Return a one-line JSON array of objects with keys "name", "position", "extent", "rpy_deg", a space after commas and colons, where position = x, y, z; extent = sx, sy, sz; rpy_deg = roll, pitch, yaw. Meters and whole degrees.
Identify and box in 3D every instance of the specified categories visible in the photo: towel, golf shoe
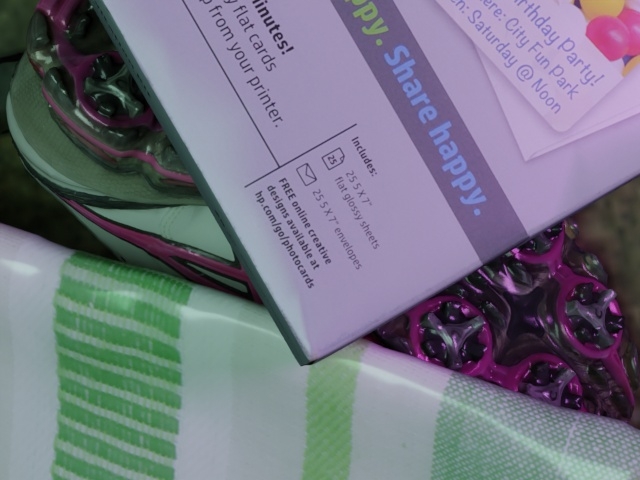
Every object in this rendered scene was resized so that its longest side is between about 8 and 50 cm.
[{"name": "towel", "position": [-0.088, 0.108, 0.546], "extent": [0.324, 0.038, 0.248], "rpy_deg": [18, 121, 17]}, {"name": "golf shoe", "position": [0.000, 0.000, 0.521], "extent": [0.186, 0.067, 0.086], "rpy_deg": [36, 150, 1]}]

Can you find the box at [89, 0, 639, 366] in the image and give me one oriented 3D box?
[{"name": "box", "position": [0.041, -0.078, 0.455], "extent": [0.186, 0.038, 0.145], "rpy_deg": [-29, 88, -7]}]
